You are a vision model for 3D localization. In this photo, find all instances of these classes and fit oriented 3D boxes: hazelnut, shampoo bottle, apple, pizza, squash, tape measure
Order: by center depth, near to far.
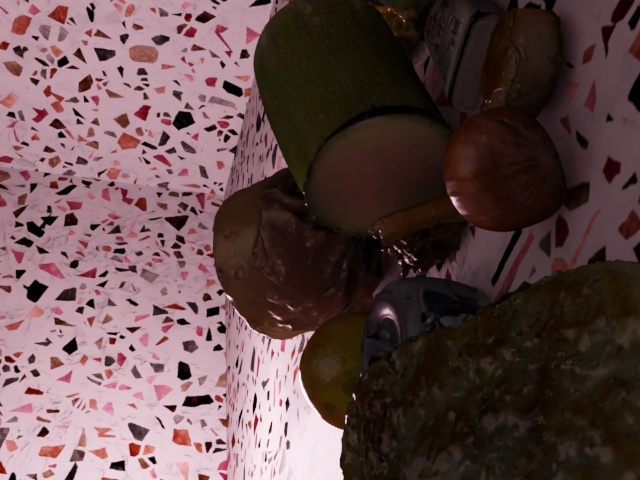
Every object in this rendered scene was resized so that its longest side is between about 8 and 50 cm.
[{"bbox_3d":[0.224,-0.087,1.136,0.150,0.150,0.150,-173,90,-76],"label":"hazelnut"},{"bbox_3d":[0.141,0.177,1.312,0.275,0.147,0.256,161,115,-74],"label":"tape measure"},{"bbox_3d":[0.154,0.008,1.456,0.194,0.154,0.069,79,169,-60],"label":"pizza"},{"bbox_3d":[0.204,-0.318,1.464,0.284,0.071,0.153,-103,24,-60],"label":"shampoo bottle"},{"bbox_3d":[0.064,0.208,1.531,0.196,0.196,0.196,-173,90,-76],"label":"apple"},{"bbox_3d":[0.047,-0.209,1.561,0.384,0.263,0.263,-112,30,-46],"label":"squash"}]

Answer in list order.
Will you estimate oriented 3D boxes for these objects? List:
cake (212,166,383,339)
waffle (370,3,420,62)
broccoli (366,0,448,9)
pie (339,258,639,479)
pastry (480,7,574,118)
[{"bbox_3d":[0.005,0.004,1.789,0.321,0.332,0.332,-19,58,33],"label":"cake"},{"bbox_3d":[0.132,-0.387,1.822,0.261,0.056,0.250,126,146,-59],"label":"waffle"},{"bbox_3d":[0.135,-0.479,1.369,0.304,0.321,0.283,-127,31,-54],"label":"broccoli"},{"bbox_3d":[0.194,0.220,0.898,0.418,0.180,0.395,-35,46,42],"label":"pie"},{"bbox_3d":[0.249,-0.221,1.198,0.153,0.081,0.153,-178,90,-77],"label":"pastry"}]
